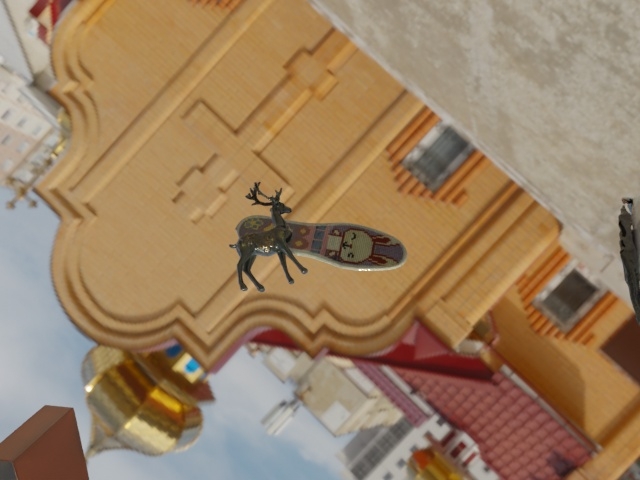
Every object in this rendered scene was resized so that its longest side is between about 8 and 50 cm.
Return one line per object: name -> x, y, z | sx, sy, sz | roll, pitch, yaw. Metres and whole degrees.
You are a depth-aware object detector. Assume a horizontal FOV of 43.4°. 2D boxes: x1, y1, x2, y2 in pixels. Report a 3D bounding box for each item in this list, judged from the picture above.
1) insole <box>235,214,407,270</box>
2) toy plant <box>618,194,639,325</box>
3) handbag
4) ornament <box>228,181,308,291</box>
insole -> 0.000, 0.000, 0.901 | 0.197, 0.065, 0.004 | 10, 141, 7
toy plant -> 0.489, 0.026, 0.802 | 0.247, 0.332, 0.247 | 35, -133, -50
handbag -> -0.350, 0.324, 1.020 | 0.127, 0.063, 0.190 | -50, -43, -63
ornament -> -0.061, -0.008, 0.839 | 0.028, 0.073, 0.125 | 86, 169, -63
